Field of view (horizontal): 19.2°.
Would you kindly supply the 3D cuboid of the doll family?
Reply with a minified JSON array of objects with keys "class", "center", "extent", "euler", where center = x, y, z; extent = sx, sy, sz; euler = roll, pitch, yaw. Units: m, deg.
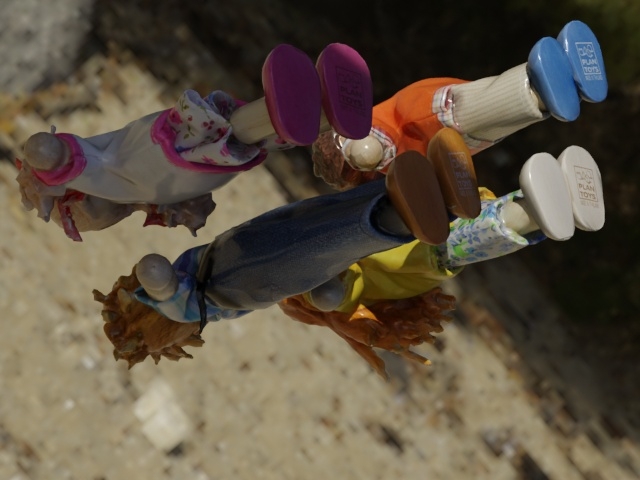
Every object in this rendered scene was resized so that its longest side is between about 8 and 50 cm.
[{"class":"doll family","center":[0.000,0.000,0.727],"extent":[0.263,0.163,0.118],"euler":[-9,81,-51]}]
